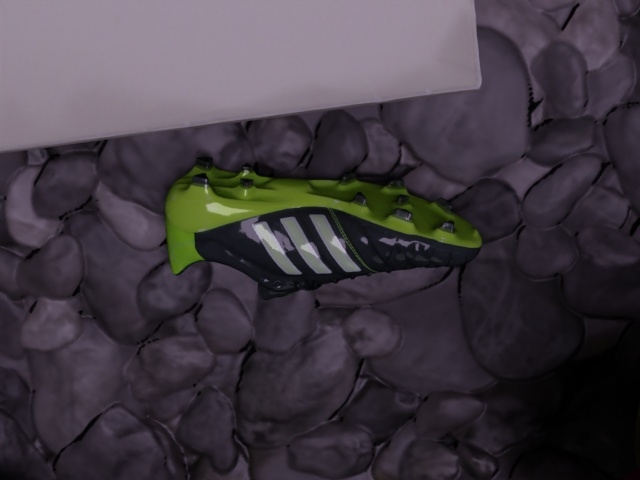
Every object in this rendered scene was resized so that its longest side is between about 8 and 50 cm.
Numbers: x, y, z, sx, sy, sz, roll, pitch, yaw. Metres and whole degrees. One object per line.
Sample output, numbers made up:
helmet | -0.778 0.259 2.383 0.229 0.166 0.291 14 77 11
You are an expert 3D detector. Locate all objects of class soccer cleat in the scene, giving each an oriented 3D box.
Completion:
soccer cleat | 0.000 0.000 0.585 0.179 0.060 0.072 8 116 0

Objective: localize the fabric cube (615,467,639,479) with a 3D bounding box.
fabric cube | 0.268 0.201 0.475 0.258 0.254 0.259 -25 73 3

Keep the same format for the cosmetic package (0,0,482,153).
cosmetic package | -0.086 -0.126 0.487 0.296 0.153 0.129 -8 109 -3

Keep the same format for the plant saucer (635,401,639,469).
plant saucer | 0.309 0.104 0.644 0.241 0.037 0.241 -1 108 -3
